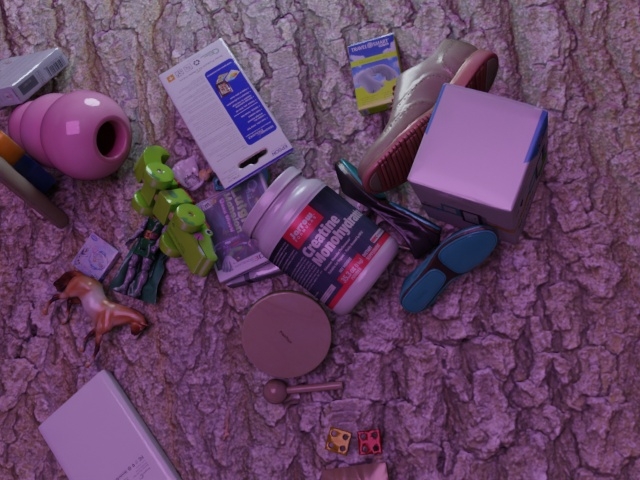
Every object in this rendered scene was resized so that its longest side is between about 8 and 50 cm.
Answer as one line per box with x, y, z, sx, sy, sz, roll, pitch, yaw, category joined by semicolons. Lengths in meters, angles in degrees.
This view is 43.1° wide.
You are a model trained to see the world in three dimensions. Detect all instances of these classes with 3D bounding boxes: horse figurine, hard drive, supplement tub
-0.522;0.157;1.831;0.174;0.066;0.263;-48;71;13;horse figurine
-0.458;0.464;1.754;0.203;0.040;0.307;-42;69;4;hard drive
0.000;0.000;1.613;0.272;0.191;0.191;38;90;3;supplement tub

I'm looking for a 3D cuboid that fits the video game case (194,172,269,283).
-0.170;-0.027;1.749;0.173;0.022;0.190;-25;73;12;video game case

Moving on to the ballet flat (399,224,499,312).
0.244;0.041;1.594;0.083;0.087;0.247;37;114;-16;ballet flat

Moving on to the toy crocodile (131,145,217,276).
-0.316;-0.067;1.762;0.340;0.105;0.115;53;131;26;toy crocodile

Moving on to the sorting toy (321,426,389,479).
0.077;0.497;1.579;0.132;0.046;0.274;-12;74;14;sorting toy

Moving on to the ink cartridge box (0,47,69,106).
-0.765;-0.397;2.009;0.232;0.066;0.189;-5;38;36;ink cartridge box

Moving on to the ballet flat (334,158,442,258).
0.119;-0.059;1.679;0.280;0.095;0.096;38;102;21;ballet flat

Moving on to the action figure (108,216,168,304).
-0.392;0.016;1.834;0.137;0.063;0.232;15;78;23;action figure

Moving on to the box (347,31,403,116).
0.124;-0.371;1.776;0.109;0.042;0.178;-12;75;14;box

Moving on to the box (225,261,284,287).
-0.127;0.011;1.764;0.186;0.038;0.145;-15;74;12;box

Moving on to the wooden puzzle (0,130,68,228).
-0.737;-0.205;1.855;0.348;0.322;0.080;40;80;22;wooden puzzle

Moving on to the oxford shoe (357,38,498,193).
0.195;-0.259;1.673;0.146;0.140;0.397;35;72;29;oxford shoe

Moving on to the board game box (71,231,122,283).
-0.522;0.041;1.886;0.090;0.020;0.090;34;90;21;board game box

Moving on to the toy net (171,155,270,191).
-0.231;-0.126;1.827;0.232;0.045;0.122;7;82;20;toy net

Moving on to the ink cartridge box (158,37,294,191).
-0.210;-0.277;1.814;0.176;0.069;0.371;-32;62;-1;ink cartridge box

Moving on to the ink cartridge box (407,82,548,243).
0.307;-0.137;1.541;0.197;0.270;0.198;19;84;19;ink cartridge box

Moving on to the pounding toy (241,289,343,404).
-0.062;0.204;1.678;0.183;0.110;0.236;-15;102;2;pounding toy

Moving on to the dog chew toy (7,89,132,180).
-0.600;-0.252;1.892;0.332;0.207;0.206;11;80;33;dog chew toy
